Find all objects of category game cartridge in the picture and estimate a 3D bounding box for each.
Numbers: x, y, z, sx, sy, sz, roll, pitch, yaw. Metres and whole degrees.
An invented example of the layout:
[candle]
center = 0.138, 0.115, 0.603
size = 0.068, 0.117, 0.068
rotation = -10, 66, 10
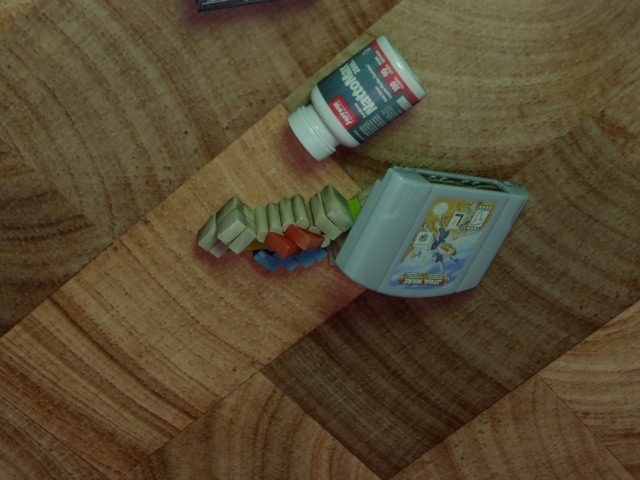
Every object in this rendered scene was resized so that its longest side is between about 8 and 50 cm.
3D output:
[game cartridge]
center = 0.166, -0.006, 1.625
size = 0.297, 0.062, 0.198
rotation = 3, 118, -43

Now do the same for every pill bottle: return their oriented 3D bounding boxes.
[pill bottle]
center = 0.048, -0.195, 1.552
size = 0.180, 0.108, 0.108
rotation = -36, 116, 12

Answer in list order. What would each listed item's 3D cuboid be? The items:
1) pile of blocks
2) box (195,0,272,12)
[pile of blocks]
center = 0.000, 0.000, 1.649
size = 0.362, 0.112, 0.148
rotation = -10, 119, -1
[box]
center = -0.087, -0.392, 1.447
size = 0.180, 0.077, 0.147
rotation = -10, 118, -2
